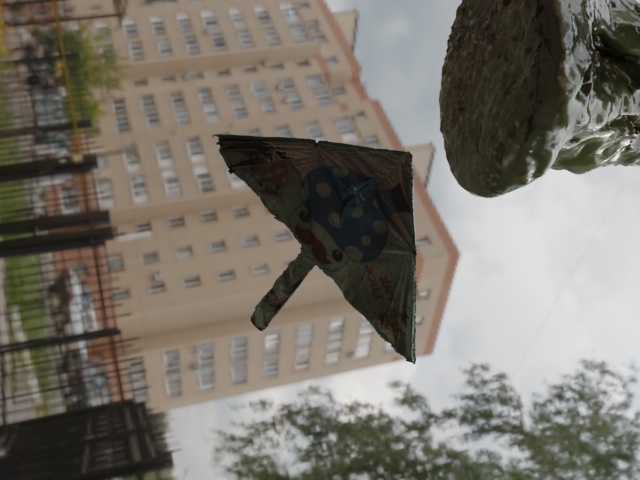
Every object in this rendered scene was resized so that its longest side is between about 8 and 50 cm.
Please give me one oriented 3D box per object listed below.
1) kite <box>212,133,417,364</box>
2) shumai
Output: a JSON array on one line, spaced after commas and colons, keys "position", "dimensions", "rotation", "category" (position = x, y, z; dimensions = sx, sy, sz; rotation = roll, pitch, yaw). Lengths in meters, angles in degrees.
[{"position": [0.000, 0.000, 0.954], "dimensions": [0.335, 0.011, 0.314], "rotation": [48, -52, 6], "category": "kite"}, {"position": [0.353, -0.230, 1.204], "dimensions": [0.324, 0.324, 0.397], "rotation": [127, -31, -59], "category": "shumai"}]
